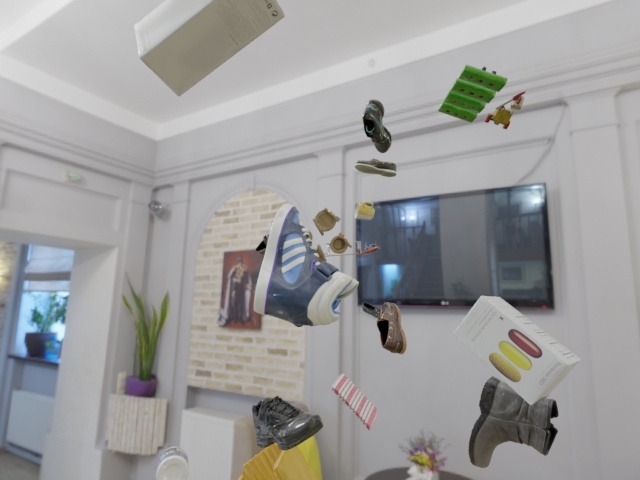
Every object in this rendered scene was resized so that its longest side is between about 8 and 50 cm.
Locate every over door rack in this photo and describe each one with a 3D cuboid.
[{"bbox_3d":[-0.002,0.089,1.817,0.324,0.108,0.240,-17,9,-39],"label":"over door rack"}]

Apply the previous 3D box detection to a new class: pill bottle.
[{"bbox_3d":[-0.385,0.587,1.075,0.078,0.078,0.137,5,-15,-19],"label":"pill bottle"}]

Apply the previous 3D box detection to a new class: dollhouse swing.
[{"bbox_3d":[-0.205,0.860,1.253,0.305,0.315,0.347,-8,-33,-52],"label":"dollhouse swing"}]

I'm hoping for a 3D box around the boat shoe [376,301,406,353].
[{"bbox_3d":[0.212,0.262,1.288,0.073,0.073,0.207,16,27,-12],"label":"boat shoe"}]

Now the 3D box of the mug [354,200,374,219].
[{"bbox_3d":[0.168,-0.107,1.539,0.064,0.062,0.078,14,-14,-6],"label":"mug"}]

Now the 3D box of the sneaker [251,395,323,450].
[{"bbox_3d":[-0.109,0.496,1.141,0.109,0.130,0.286,-12,-11,-47],"label":"sneaker"}]

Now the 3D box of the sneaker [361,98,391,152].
[{"bbox_3d":[0.230,-0.467,1.766,0.101,0.106,0.267,14,-30,33],"label":"sneaker"}]

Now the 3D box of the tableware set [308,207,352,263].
[{"bbox_3d":[0.000,0.000,1.190,0.169,0.141,0.020,-36,17,-5],"label":"tableware set"}]

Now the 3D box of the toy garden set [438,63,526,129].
[{"bbox_3d":[0.454,-0.390,1.122,0.204,0.049,0.244,20,-5,3],"label":"toy garden set"}]

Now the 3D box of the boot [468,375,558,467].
[{"bbox_3d":[0.617,0.631,1.327,0.223,0.337,0.118,17,19,41],"label":"boot"}]

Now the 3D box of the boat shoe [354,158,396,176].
[{"bbox_3d":[0.285,-0.384,2.132,0.228,0.068,0.081,10,-15,-15],"label":"boat shoe"}]

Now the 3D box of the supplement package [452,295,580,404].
[{"bbox_3d":[0.494,0.270,1.053,0.134,0.139,0.244,10,26,-46],"label":"supplement package"}]

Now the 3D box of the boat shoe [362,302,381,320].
[{"bbox_3d":[0.216,0.278,1.593,0.142,0.040,0.049,14,32,42],"label":"boat shoe"}]

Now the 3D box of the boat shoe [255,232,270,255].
[{"bbox_3d":[-0.208,0.003,1.734,0.066,0.066,0.183,9,-46,-44],"label":"boat shoe"}]

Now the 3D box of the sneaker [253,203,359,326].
[{"bbox_3d":[-0.018,0.062,1.036,0.237,0.322,0.130,10,-34,3],"label":"sneaker"}]

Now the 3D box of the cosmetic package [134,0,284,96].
[{"bbox_3d":[-0.318,-0.613,1.155,0.385,0.217,0.156,-33,-37,8],"label":"cosmetic package"}]

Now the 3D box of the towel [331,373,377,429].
[{"bbox_3d":[0.124,0.586,1.510,0.197,0.029,0.144,44,13,13],"label":"towel"}]

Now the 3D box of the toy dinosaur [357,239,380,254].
[{"bbox_3d":[0.181,0.032,1.574,0.082,0.047,0.090,-28,0,3],"label":"toy dinosaur"}]
